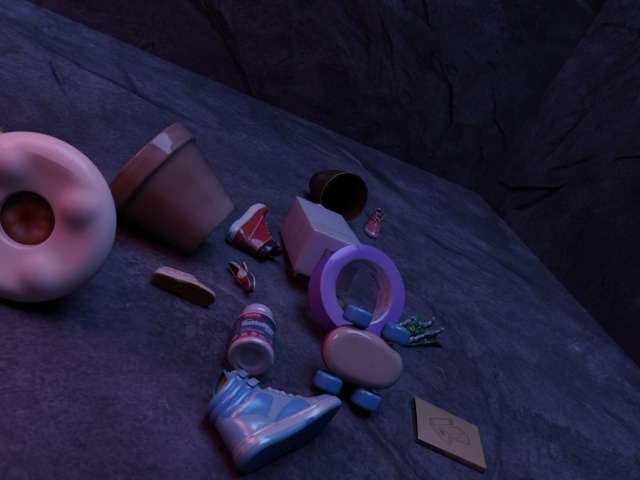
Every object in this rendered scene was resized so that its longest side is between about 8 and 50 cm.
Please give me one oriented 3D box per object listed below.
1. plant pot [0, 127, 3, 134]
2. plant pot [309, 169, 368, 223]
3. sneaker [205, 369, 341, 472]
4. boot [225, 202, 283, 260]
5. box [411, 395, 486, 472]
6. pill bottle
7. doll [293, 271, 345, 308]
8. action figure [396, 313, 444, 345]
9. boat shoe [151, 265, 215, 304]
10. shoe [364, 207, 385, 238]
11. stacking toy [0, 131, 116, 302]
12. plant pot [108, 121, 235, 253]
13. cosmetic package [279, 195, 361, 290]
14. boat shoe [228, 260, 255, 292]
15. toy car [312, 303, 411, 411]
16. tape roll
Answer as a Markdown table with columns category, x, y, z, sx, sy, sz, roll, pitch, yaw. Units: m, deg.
| category | x | y | z | sx | sy | sz | roll | pitch | yaw |
| --- | --- | --- | --- | --- | --- | --- | --- | --- | --- |
| plant pot | -0.923 | -0.275 | 1.712 | 0.079 | 0.083 | 0.083 | -19 | 52 | -44 |
| plant pot | 0.046 | -0.204 | 2.571 | 0.215 | 0.215 | 0.230 | 15 | 12 | -31 |
| sneaker | -0.105 | 0.342 | 1.330 | 0.208 | 0.127 | 0.319 | 43 | 25 | 26 |
| boot | -0.185 | -0.023 | 2.043 | 0.176 | 0.088 | 0.244 | 31 | 31 | 1 |
| box | 0.334 | 0.507 | 1.639 | 0.201 | 0.021 | 0.164 | 27 | 23 | -7 |
| pill bottle | -0.161 | 0.233 | 1.510 | 0.108 | 0.108 | 0.180 | 25 | 23 | -12 |
| doll | -0.001 | 0.155 | 1.935 | 0.189 | 0.046 | 0.129 | 38 | 17 | 22 |
| action figure | 0.303 | 0.291 | 2.004 | 0.232 | 0.063 | 0.137 | -2 | 41 | -46 |
| boat shoe | -0.345 | 0.110 | 1.603 | 0.170 | 0.063 | 0.059 | 25 | 29 | -8 |
| shoe | 0.232 | -0.078 | 2.646 | 0.064 | 0.081 | 0.178 | 27 | 23 | -7 |
| stacking toy | -0.615 | -0.073 | 1.462 | 0.351 | 0.350 | 0.480 | 26 | 5 | -9 |
| plant pot | -0.406 | -0.122 | 1.763 | 0.280 | 0.323 | 0.323 | 45 | 21 | -9 |
| cosmetic package | 0.000 | 0.000 | 2.052 | 0.197 | 0.155 | 0.365 | 23 | 13 | -17 |
| boat shoe | -0.224 | 0.103 | 1.781 | 0.043 | 0.049 | 0.137 | 10 | 28 | -33 |
| toy car | 0.089 | 0.294 | 1.633 | 0.210 | 0.219 | 0.238 | 25 | -6 | -8 |
| tape roll | 0.105 | 0.153 | 1.805 | 0.275 | 0.090 | 0.274 | 7 | 73 | -25 |
